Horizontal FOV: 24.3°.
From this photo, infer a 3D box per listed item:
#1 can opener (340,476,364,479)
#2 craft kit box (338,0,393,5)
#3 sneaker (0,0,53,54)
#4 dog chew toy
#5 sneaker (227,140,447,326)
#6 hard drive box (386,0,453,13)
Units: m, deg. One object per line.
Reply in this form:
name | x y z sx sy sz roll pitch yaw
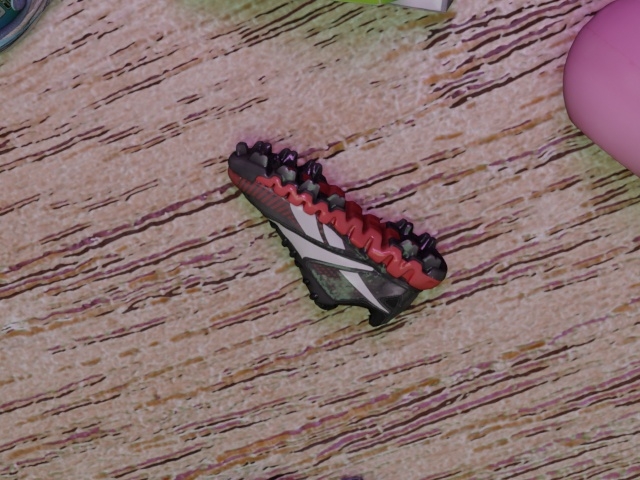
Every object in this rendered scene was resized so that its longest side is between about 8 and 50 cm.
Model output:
can opener | -0.047 0.341 1.817 0.280 0.074 0.093 -3 113 6
craft kit box | -0.035 -0.361 1.434 0.250 0.061 0.246 11 115 31
sneaker | -0.294 -0.291 1.544 0.110 0.122 0.283 35 111 -10
dog chew toy | 0.396 -0.217 1.485 0.206 0.206 0.332 36 103 -10
sneaker | 0.000 0.000 1.655 0.276 0.097 0.135 33 109 -11
hard drive box | 0.059 -0.361 1.491 0.181 0.089 0.232 11 113 9
